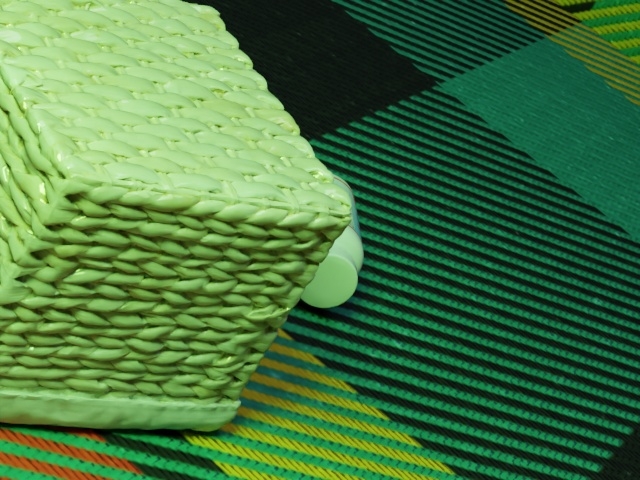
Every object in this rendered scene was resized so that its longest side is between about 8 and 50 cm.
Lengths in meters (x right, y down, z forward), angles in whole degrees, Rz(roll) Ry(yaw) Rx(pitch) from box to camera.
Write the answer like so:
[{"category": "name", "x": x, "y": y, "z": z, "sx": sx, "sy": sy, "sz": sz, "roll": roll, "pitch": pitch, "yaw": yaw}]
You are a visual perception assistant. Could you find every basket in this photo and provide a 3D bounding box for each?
[{"category": "basket", "x": -0.211, "y": -0.040, "z": 1.642, "sx": 0.331, "sy": 0.266, "sz": 0.328, "roll": 6, "pitch": 38, "yaw": -42}]

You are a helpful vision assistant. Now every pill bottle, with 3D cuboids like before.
[{"category": "pill bottle", "x": 0.000, "y": 0.000, "z": 2.022, "sx": 0.087, "sy": 0.087, "sz": 0.160, "roll": 25, "pitch": 27, "yaw": -19}]
